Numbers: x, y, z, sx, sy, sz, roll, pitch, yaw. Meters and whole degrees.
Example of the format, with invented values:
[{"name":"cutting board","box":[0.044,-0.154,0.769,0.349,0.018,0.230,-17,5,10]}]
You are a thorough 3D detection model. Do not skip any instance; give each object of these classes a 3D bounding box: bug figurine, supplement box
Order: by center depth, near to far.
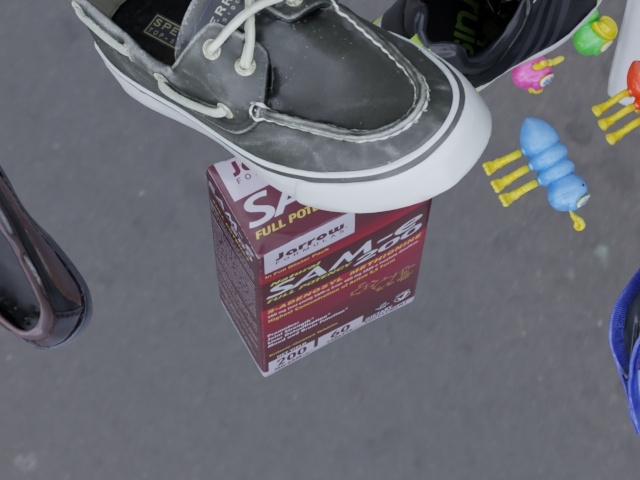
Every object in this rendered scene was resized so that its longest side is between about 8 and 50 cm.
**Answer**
[{"name":"supplement box","box":[0.000,0.000,1.097,0.130,0.239,0.073,-27,70,-11]},{"name":"bug figurine","box":[0.233,-0.137,1.485,0.072,0.279,0.216,-32,89,44]}]

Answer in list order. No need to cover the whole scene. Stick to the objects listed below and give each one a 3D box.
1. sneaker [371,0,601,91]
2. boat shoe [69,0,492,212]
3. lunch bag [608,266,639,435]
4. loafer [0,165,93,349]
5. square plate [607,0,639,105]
[{"name":"sneaker","box":[0.112,-0.142,0.934,0.084,0.235,0.097,48,148,-1]},{"name":"boat shoe","box":[-0.029,-0.074,0.674,0.219,0.077,0.070,23,162,39]},{"name":"lunch bag","box":[0.456,0.030,1.569,0.239,0.328,0.385,38,158,12]},{"name":"loafer","box":[-0.323,-0.024,1.447,0.302,0.095,0.109,45,96,6]},{"name":"square plate","box":[0.480,-0.206,1.691,0.344,0.049,0.347,15,149,11]}]
